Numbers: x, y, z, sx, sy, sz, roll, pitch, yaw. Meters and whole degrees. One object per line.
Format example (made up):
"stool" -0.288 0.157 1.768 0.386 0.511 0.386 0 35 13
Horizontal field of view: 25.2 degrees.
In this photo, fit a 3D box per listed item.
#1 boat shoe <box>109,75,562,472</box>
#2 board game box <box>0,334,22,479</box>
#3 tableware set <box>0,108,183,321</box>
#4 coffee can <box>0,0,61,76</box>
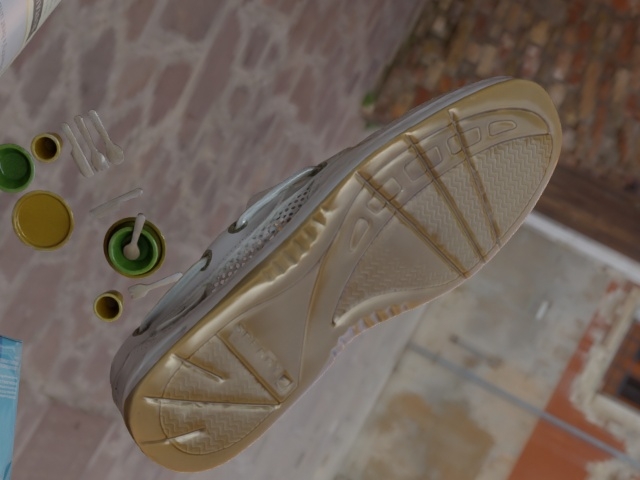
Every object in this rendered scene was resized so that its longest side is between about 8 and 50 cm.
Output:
"boat shoe" 0.000 0.000 0.751 0.277 0.096 0.098 -37 121 -10
"board game box" -0.297 0.227 1.040 0.254 0.079 0.336 81 13 -82
"tableware set" -0.179 -0.013 1.066 0.104 0.154 0.024 -23 -168 11
"coffee can" -0.227 -0.138 0.665 0.201 0.202 0.275 102 12 -52
